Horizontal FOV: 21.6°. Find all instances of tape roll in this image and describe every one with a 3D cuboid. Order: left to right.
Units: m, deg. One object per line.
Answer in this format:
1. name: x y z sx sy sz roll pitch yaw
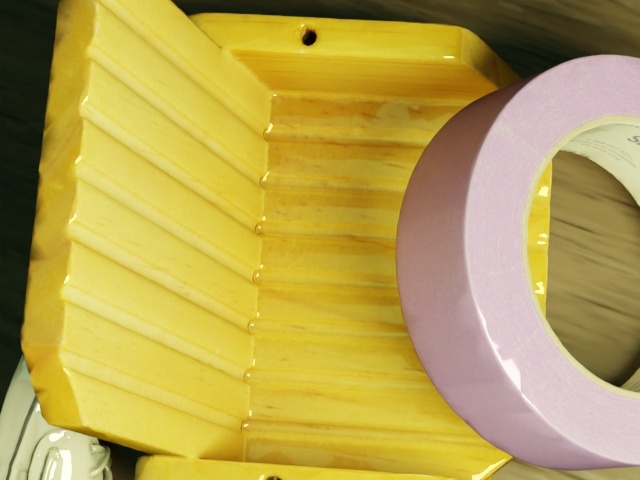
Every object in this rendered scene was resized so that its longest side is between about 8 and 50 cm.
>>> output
1. tape roll: 0.190 0.017 1.139 0.274 0.090 0.275 6 77 -28

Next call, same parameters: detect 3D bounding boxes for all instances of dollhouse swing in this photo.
1. dollhouse swing: 0.000 0.000 1.114 0.315 0.305 0.347 3 76 5

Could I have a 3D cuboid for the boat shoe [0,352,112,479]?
1. boat shoe: -0.192 0.167 1.194 0.088 0.096 0.268 19 80 4
